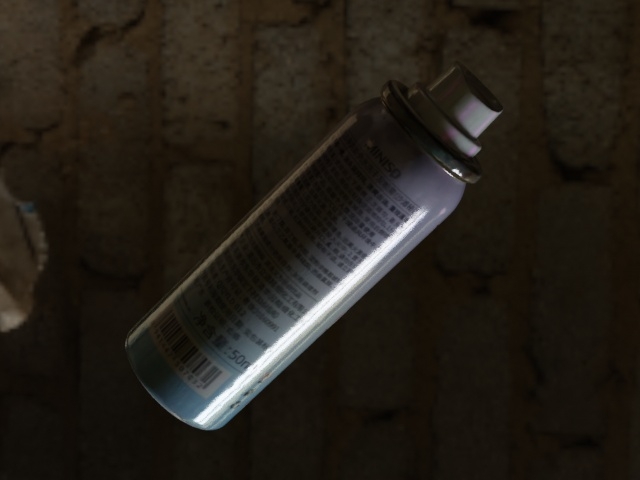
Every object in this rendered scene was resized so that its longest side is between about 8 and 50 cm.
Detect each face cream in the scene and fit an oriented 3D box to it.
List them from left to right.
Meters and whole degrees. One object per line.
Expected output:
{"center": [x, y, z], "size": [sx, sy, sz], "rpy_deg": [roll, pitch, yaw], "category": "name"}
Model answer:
{"center": [0.000, 0.000, 0.669], "size": [0.075, 0.229, 0.075], "rpy_deg": [42, 16, -15], "category": "face cream"}
